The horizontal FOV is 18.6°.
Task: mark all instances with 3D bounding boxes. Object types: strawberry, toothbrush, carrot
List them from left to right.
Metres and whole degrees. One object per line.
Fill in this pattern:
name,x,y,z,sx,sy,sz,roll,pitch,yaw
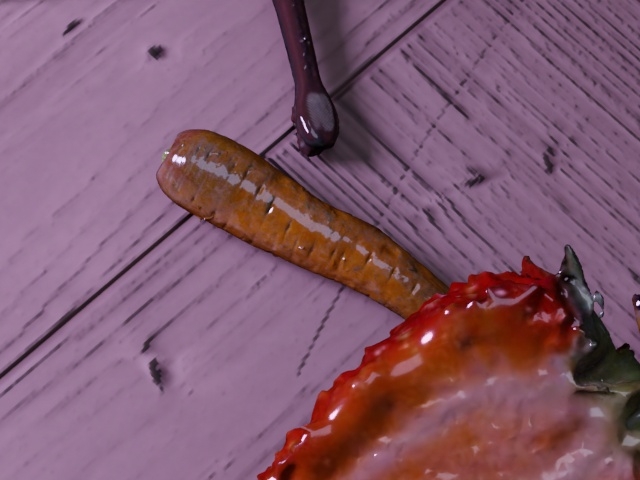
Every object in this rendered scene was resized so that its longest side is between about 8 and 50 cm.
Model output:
toothbrush,-0.036,-0.212,1.137,0.041,0.041,0.364,-7,66,-15
carrot,0.000,0.000,1.038,0.191,0.047,0.047,30,61,-3
strawberry,0.068,0.124,0.963,0.228,0.098,0.174,-39,92,-4

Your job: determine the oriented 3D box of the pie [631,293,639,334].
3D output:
pie,0.253,0.076,1.054,0.170,0.034,0.092,6,59,-10
